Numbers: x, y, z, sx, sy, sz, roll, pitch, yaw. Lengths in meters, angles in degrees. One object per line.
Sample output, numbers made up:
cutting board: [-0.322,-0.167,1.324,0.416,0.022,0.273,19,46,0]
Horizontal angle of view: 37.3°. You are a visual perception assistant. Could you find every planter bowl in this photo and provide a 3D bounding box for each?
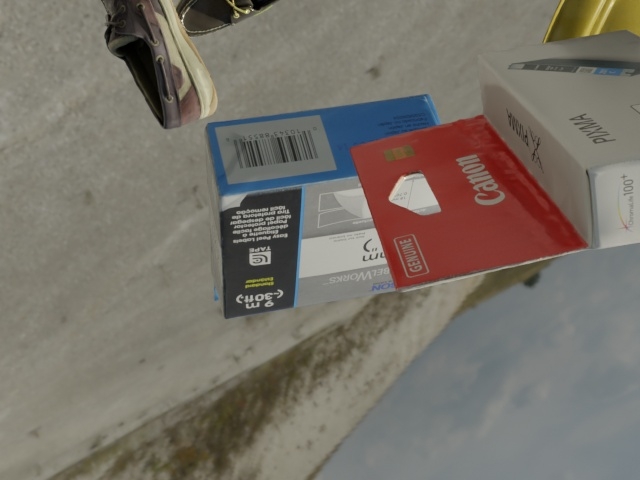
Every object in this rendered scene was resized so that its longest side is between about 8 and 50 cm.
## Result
planter bowl: [0.297,-0.212,0.956,0.217,0.090,0.217,-52,160,-28]

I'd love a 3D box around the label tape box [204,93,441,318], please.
label tape box: [0.000,0.000,1.067,0.241,0.105,0.333,-9,145,-10]

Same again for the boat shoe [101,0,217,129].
boat shoe: [-0.247,-0.282,1.294,0.092,0.285,0.103,-34,-173,-33]

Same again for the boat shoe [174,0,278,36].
boat shoe: [-0.110,-0.361,1.360,0.228,0.081,0.068,-32,-152,-2]

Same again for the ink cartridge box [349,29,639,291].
ink cartridge box: [0.159,-0.076,0.711,0.261,0.066,0.296,-11,-156,0]
